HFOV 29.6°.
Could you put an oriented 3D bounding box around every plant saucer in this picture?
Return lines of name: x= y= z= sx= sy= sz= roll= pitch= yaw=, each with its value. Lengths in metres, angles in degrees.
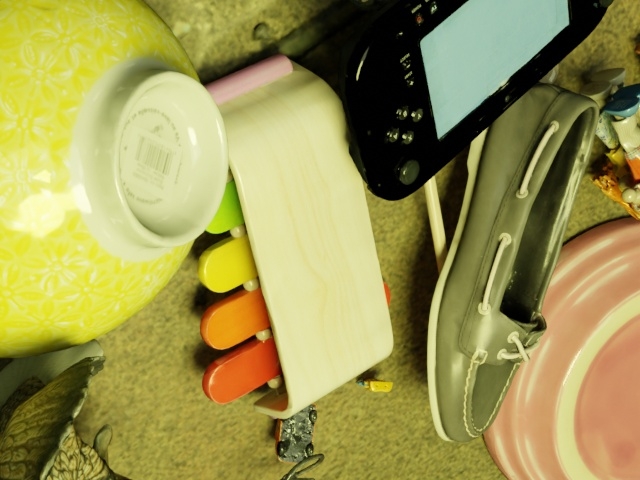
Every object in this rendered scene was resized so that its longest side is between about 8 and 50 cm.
plant saucer: x=0.324 y=0.143 z=1.253 sx=0.332 sy=0.084 sz=0.332 roll=-10 pitch=113 yaw=-23

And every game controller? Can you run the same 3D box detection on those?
game controller: x=0.135 y=-0.172 z=0.981 sx=0.319 sy=0.067 sz=0.166 roll=-42 pitch=148 yaw=-24

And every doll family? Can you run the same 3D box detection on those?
doll family: x=0.334 y=-0.112 z=1.161 sx=0.263 sy=0.118 sz=0.163 roll=-42 pitch=117 yaw=-27

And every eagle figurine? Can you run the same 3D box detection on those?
eagle figurine: x=-0.225 y=0.171 z=0.854 sx=0.226 sy=0.225 sz=0.298 roll=-60 pitch=156 yaw=-5

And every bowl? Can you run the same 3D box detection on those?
bowl: x=-0.157 y=-0.056 z=0.824 sx=0.289 sy=0.156 sz=0.289 roll=-11 pitch=103 yaw=-56

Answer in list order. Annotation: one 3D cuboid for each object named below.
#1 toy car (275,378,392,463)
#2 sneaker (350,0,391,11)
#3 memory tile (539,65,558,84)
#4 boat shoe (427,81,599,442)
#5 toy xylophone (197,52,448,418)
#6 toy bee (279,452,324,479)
toy car: x=0.009 y=0.168 z=1.133 sx=0.122 sy=0.040 sz=0.060 roll=-12 pitch=93 yaw=-19
sneaker: x=0.103 y=-0.313 z=0.976 sx=0.122 sy=0.110 sz=0.283 roll=42 pitch=105 yaw=4
memory tile: x=0.168 y=-0.201 z=1.087 sx=0.148 sy=0.012 sz=0.113 roll=13 pitch=103 yaw=-30
boat shoe: x=0.171 y=0.023 z=1.076 sx=0.112 sy=0.095 sz=0.335 roll=7 pitch=93 yaw=-56
toy xylophone: x=0.000 y=0.000 z=1.038 sx=0.236 sy=0.081 sz=0.322 roll=-19 pitch=115 yaw=-33
toy bee: x=-0.107 y=0.330 z=1.044 sx=0.298 sy=0.162 sz=0.195 roll=-33 pitch=165 yaw=17
